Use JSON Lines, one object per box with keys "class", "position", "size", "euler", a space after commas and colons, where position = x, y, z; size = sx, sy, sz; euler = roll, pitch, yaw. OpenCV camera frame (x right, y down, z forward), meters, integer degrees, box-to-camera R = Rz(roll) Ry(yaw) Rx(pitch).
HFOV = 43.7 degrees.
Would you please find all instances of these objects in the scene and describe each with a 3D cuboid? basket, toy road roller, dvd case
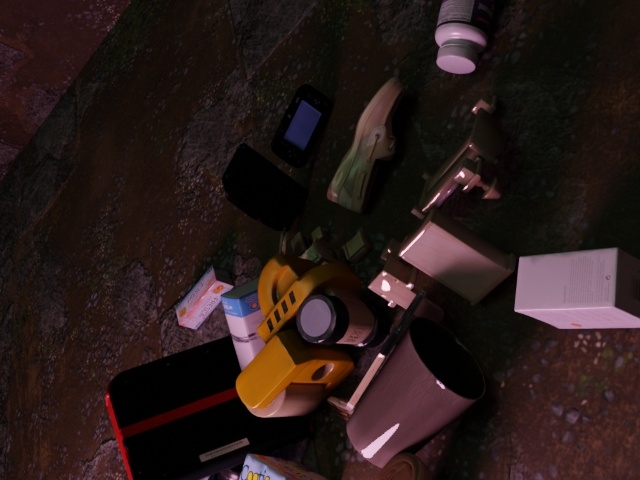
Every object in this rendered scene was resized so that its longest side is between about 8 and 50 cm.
{"class": "basket", "position": [0.158, 0.281, 1.410], "size": [0.227, 0.154, 0.204], "euler": [-55, 24, 24]}
{"class": "toy road roller", "position": [-0.046, 0.178, 1.619], "size": [0.329, 0.202, 0.241], "euler": [-51, 56, 18]}
{"class": "dvd case", "position": [0.117, 0.201, 1.450], "size": [0.164, 0.018, 0.221], "euler": [-51, -11, -37]}

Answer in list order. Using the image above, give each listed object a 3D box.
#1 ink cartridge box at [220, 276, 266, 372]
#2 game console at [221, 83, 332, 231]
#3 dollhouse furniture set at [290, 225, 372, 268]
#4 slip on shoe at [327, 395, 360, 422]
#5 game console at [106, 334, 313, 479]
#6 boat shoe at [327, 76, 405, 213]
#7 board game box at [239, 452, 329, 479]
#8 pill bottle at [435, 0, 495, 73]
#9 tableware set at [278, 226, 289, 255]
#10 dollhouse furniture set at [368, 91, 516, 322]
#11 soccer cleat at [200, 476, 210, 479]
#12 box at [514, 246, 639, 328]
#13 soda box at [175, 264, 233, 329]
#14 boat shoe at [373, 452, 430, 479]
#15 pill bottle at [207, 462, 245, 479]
{"class": "ink cartridge box", "position": [-0.121, 0.184, 1.735], "size": [0.082, 0.139, 0.191], "euler": [6, 114, 50]}
{"class": "game console", "position": [-0.089, -0.215, 1.911], "size": [0.044, 0.213, 0.361], "euler": [5, 66, 52]}
{"class": "dollhouse furniture set", "position": [0.000, 0.000, 1.772], "size": [0.182, 0.101, 0.161], "euler": [-45, 43, 28]}
{"class": "slip on shoe", "position": [0.063, 0.335, 1.587], "size": [0.041, 0.051, 0.135], "euler": [-36, 20, -23]}
{"class": "game console", "position": [-0.251, 0.364, 1.729], "size": [0.342, 0.386, 0.060], "euler": [-125, 25, -44]}
{"class": "boat shoe", "position": [0.121, -0.206, 1.741], "size": [0.098, 0.109, 0.302], "euler": [28, 96, 13]}
{"class": "board game box", "position": [-0.096, 0.584, 1.574], "size": [0.144, 0.142, 0.275], "euler": [12, 82, 53]}
{"class": "pill bottle", "position": [0.294, -0.445, 1.625], "size": [0.108, 0.108, 0.194], "euler": [0, 73, 51]}
{"class": "tableware set", "position": [-0.088, 0.050, 1.844], "size": [0.141, 0.020, 0.169], "euler": [-94, 10, -82]}
{"class": "dollhouse furniture set", "position": [0.272, -0.055, 1.523], "size": [0.303, 0.173, 0.356], "euler": [-51, 10, 41]}
{"class": "soccer cleat", "position": [-0.245, 0.618, 1.805], "size": [0.076, 0.068, 0.196], "euler": [-41, 42, 27]}
{"class": "box", "position": [0.406, 0.077, 1.217], "size": [0.170, 0.130, 0.091], "euler": [-7, 68, 48]}
{"class": "soda box", "position": [-0.308, 0.152, 2.111], "size": [0.183, 0.058, 0.063], "euler": [-47, 42, 24]}
{"class": "boat shoe", "position": [0.127, 0.531, 1.359], "size": [0.121, 0.110, 0.341], "euler": [19, 91, 64]}
{"class": "pill bottle", "position": [-0.191, 0.560, 1.683], "size": [0.123, 0.122, 0.219], "euler": [37, 115, 52]}
